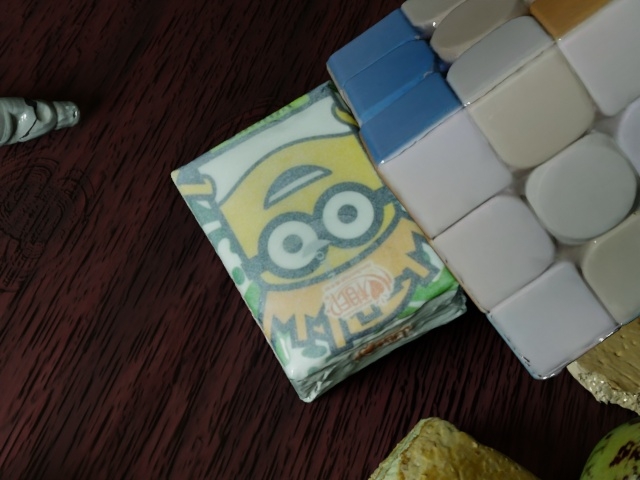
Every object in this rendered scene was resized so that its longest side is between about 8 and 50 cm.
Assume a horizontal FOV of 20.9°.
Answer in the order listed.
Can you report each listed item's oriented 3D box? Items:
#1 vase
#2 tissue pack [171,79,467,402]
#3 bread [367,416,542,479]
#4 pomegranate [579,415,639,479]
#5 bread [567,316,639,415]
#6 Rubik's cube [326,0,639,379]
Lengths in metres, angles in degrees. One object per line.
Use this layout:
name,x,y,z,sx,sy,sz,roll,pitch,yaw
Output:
vase,-0.376,-0.138,2.040,0.211,0.060,0.060,-11,60,-39
tissue pack,0.000,0.000,2.037,0.228,0.128,0.311,-30,66,-2
bread,0.159,0.293,1.963,0.196,0.102,0.138,37,41,4
pomegranate,0.412,0.363,1.975,0.285,0.285,0.341,31,74,-5
bread,0.433,0.163,2.287,0.251,0.039,0.182,28,43,-8
Rubik's cube,0.255,-0.121,1.952,0.346,0.347,0.344,53,7,-27
